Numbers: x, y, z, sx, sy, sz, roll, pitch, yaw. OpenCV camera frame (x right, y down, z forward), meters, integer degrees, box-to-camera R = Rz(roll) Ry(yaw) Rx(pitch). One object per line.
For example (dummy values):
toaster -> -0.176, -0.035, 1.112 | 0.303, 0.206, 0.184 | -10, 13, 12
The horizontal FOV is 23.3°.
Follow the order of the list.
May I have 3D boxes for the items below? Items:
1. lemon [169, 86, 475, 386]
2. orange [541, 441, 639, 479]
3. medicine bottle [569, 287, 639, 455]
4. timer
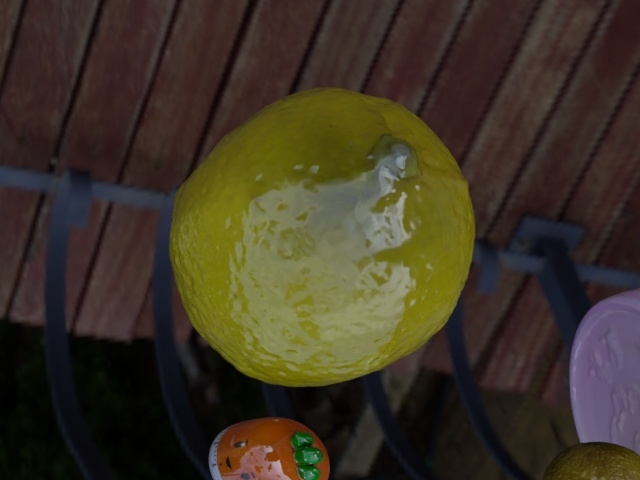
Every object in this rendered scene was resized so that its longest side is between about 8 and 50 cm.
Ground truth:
lemon -> -0.001, 0.000, 1.614 | 0.336, 0.336, 0.336 | -7, 130, -8
orange -> 0.195, 0.185, 1.084 | 0.085, 0.085, 0.095 | -18, 145, 1
medicine bottle -> 0.374, 0.104, 1.205 | 0.316, 0.202, 0.202 | -12, 132, -24
timer -> -0.045, 0.241, 1.670 | 0.136, 0.099, 0.136 | 2, 170, 0
